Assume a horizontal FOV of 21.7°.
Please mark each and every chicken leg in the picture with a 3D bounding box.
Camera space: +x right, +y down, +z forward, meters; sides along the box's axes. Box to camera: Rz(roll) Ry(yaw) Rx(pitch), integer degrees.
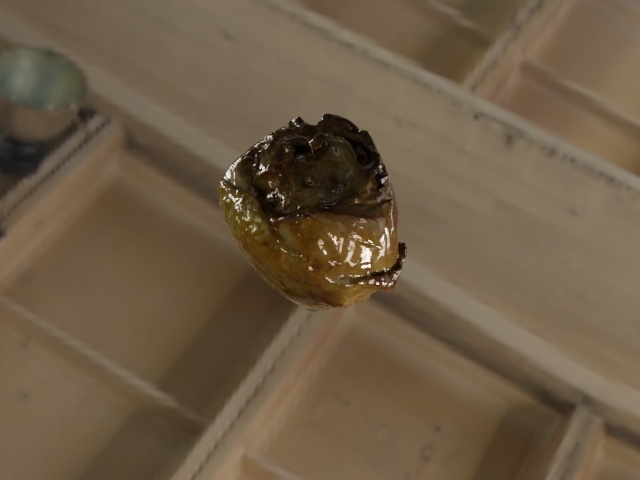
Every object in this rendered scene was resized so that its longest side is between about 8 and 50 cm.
[{"bbox_3d":[-0.003,0.000,0.940,0.087,0.251,0.107,-20,-101,-3],"label":"chicken leg"}]
